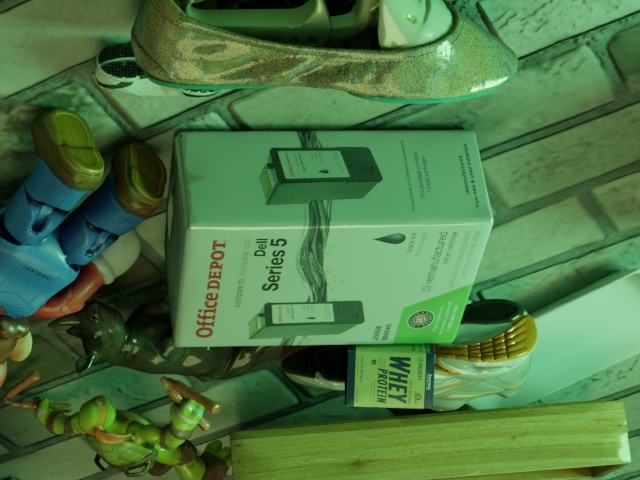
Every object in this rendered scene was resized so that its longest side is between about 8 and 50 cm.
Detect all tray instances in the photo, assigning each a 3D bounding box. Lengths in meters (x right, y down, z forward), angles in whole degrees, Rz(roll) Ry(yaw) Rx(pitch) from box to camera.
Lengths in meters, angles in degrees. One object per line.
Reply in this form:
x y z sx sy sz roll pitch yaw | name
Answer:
0.254 0.105 1.869 0.270 0.030 0.145 -28 139 26 | tray
0.113 0.232 1.908 0.411 0.076 0.203 -5 168 -1 | tray

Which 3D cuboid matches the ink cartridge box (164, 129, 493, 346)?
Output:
0.000 0.000 1.603 0.273 0.114 0.198 -1 144 -9 | ink cartridge box

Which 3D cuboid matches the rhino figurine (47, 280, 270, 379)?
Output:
-0.154 0.092 1.715 0.243 0.073 0.106 5 143 -34 | rhino figurine

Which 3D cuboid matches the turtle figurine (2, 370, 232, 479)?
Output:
-0.183 0.208 1.833 0.269 0.087 0.217 -4 157 29 | turtle figurine

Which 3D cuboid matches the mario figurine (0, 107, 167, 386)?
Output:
-0.289 0.004 1.586 0.198 0.170 0.320 45 115 -6 | mario figurine

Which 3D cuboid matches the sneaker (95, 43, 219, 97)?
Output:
-0.136 -0.138 1.461 0.109 0.040 0.044 9 157 -16 | sneaker

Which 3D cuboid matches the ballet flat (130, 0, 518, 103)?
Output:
0.010 -0.170 1.389 0.316 0.107 0.106 -1 130 -10 | ballet flat

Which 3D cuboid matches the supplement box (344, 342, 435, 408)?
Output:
0.066 0.123 1.685 0.083 0.083 0.056 2 102 -1 | supplement box

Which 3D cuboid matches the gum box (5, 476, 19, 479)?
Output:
-0.395 0.359 2.026 0.188 0.107 0.062 -28 140 25 | gum box

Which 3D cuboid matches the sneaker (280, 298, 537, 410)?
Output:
0.092 0.136 1.802 0.262 0.099 0.121 -2 140 6 | sneaker
